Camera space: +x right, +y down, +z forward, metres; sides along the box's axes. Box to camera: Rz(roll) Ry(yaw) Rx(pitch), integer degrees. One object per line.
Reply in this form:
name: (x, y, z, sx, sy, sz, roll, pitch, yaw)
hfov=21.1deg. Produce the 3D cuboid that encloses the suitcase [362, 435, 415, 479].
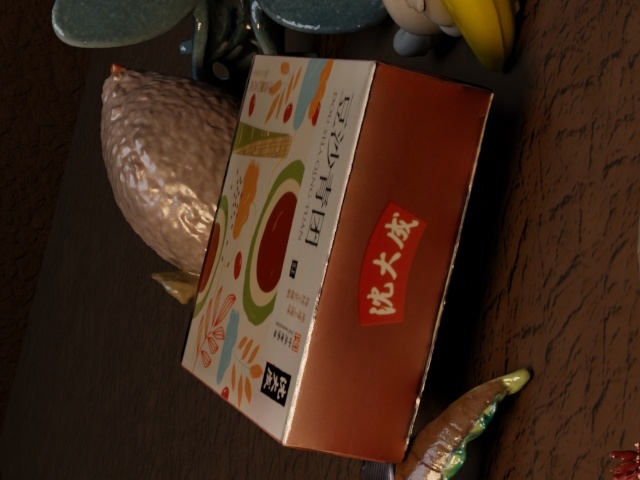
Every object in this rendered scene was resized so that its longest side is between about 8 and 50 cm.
suitcase: (0.082, 0.247, 1.661, 0.086, 0.059, 0.126, 126, 144, -56)

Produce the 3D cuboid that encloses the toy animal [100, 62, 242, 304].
toy animal: (-0.127, -0.066, 1.954, 0.188, 0.358, 0.226, -51, -7, 24)

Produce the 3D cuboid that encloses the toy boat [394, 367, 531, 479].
toy boat: (0.109, 0.241, 1.536, 0.108, 0.099, 0.293, -53, -25, -75)

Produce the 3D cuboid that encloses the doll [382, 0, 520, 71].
doll: (0.109, -0.270, 1.655, 0.237, 0.111, 0.252, 34, 150, 56)

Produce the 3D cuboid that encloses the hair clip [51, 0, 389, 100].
hair clip: (-0.104, -0.330, 2.094, 0.238, 0.392, 0.318, 74, -167, -67)

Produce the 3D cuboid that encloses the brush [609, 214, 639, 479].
brush: (0.241, 0.126, 1.264, 0.060, 0.050, 0.321, 135, 140, -66)

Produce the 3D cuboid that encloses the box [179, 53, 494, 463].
box: (0.000, 0.000, 1.666, 0.385, 0.122, 0.345, -160, 83, -71)
